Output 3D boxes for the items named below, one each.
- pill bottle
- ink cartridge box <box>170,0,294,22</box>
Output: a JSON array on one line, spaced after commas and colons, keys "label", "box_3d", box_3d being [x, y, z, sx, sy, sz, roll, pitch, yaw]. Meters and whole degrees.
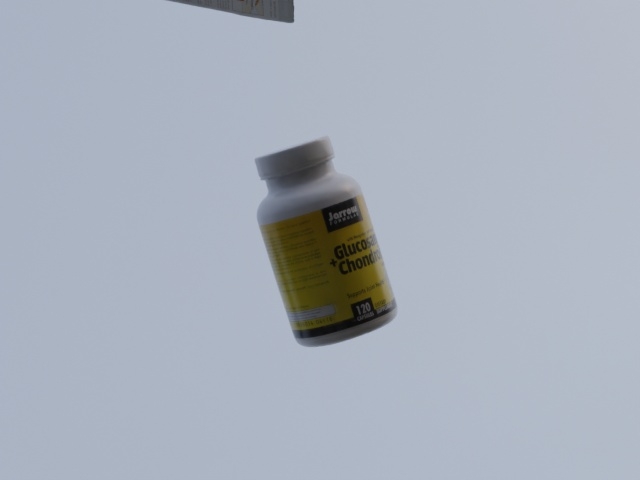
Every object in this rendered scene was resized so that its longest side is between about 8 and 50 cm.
[{"label": "pill bottle", "box_3d": [0.000, 0.000, 1.329, 0.103, 0.103, 0.184, -19, -85, -13]}, {"label": "ink cartridge box", "box_3d": [-0.108, -0.296, 1.406, 0.179, 0.045, 0.145, 11, -39, 9]}]
